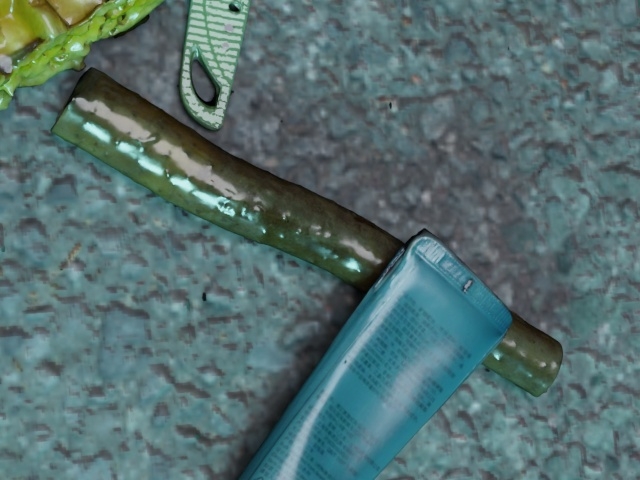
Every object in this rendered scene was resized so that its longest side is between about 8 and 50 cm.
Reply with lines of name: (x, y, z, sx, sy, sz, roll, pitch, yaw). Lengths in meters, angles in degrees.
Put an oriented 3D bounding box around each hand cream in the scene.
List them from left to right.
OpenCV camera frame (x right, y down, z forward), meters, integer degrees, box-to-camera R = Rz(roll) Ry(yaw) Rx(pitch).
hand cream: (0.014, 0.101, 0.923, 0.083, 0.048, 0.224, 44, 80, -16)

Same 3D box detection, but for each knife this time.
knife: (-0.047, -0.207, 0.963, 0.043, 0.020, 0.293, 10, 82, -14)

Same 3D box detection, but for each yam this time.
yam: (0.000, 0.000, 0.944, 0.326, 0.045, 0.045, 30, 106, -14)

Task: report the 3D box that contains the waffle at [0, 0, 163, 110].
waffle: (-0.188, -0.203, 0.893, 0.311, 0.060, 0.307, -1, 83, -15)
